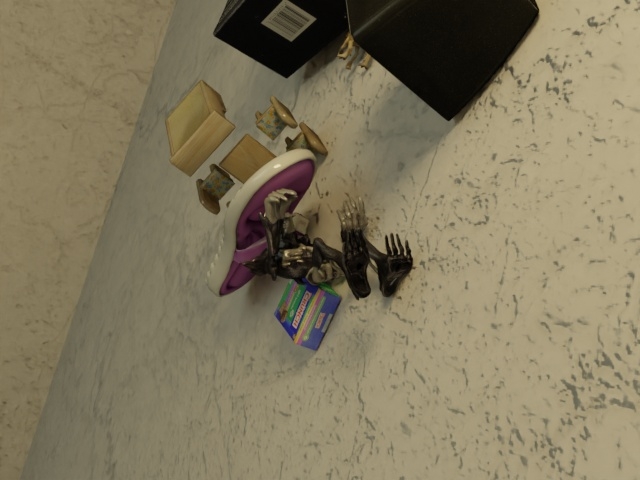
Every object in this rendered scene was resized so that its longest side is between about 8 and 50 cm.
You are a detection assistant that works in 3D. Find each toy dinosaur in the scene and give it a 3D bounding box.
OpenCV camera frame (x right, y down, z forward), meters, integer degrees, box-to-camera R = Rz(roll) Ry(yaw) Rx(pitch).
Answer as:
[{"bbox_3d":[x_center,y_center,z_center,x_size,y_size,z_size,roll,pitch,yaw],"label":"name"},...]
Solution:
[{"bbox_3d":[0.069,-0.342,1.163,0.183,0.053,0.093,13,82,64],"label":"toy dinosaur"}]

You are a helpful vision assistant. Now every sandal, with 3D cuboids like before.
[{"bbox_3d":[-0.080,-0.007,1.134,0.169,0.102,0.416,-36,-12,-31],"label":"sandal"}]

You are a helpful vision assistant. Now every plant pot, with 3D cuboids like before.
[{"bbox_3d":[0.154,-0.298,0.849,0.167,0.188,0.187,-33,42,32],"label":"plant pot"}]

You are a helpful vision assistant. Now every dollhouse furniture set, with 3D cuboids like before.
[{"bbox_3d":[-0.131,-0.135,1.162,0.212,0.242,0.161,-45,33,13],"label":"dollhouse furniture set"}]

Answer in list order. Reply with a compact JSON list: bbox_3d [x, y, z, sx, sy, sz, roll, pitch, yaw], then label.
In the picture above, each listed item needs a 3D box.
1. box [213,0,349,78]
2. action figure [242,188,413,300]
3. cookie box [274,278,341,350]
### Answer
[{"bbox_3d":[-0.012,-0.529,1.280,0.343,0.179,0.312,-20,50,57],"label":"box"},{"bbox_3d":[0.000,0.000,0.949,0.275,0.164,0.141,11,101,54],"label":"action figure"},{"bbox_3d":[-0.021,0.099,1.042,0.092,0.040,0.107,-65,27,8],"label":"cookie box"}]
